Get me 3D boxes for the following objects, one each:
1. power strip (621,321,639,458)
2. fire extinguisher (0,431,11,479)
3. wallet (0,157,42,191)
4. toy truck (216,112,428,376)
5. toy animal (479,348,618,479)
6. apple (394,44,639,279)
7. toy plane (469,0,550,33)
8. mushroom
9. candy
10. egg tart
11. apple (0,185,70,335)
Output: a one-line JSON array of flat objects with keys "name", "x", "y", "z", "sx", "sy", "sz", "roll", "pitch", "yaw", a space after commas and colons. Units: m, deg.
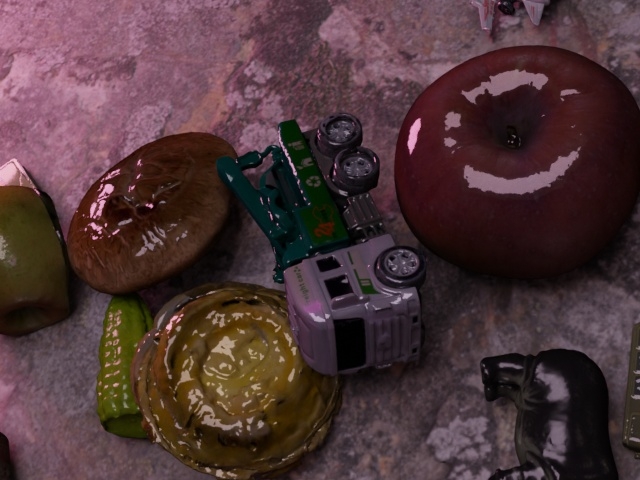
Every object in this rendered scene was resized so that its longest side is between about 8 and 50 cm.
[{"name": "power strip", "x": 0.388, "y": 0.174, "z": 1.427, "sx": 0.076, "sy": 0.028, "sz": 0.169, "roll": 1, "pitch": 65, "yaw": 21}, {"name": "fire extinguisher", "x": -0.443, "y": 0.295, "z": 1.658, "sx": 0.106, "sy": 0.075, "sz": 0.252, "roll": -46, "pitch": 45, "yaw": 44}, {"name": "wallet", "x": -0.496, "y": -0.046, "z": 1.890, "sx": 0.155, "sy": 0.039, "sz": 0.110, "roll": -39, "pitch": 58, "yaw": -2}, {"name": "toy truck", "x": 0.008, "y": -0.001, "z": 1.550, "sx": 0.178, "sy": 0.177, "sz": 0.363, "roll": -18, "pitch": 51, "yaw": -11}, {"name": "toy animal", "x": 0.273, "y": 0.283, "z": 1.375, "sx": 0.168, "sy": 0.106, "sz": 0.343, "roll": -18, "pitch": 65, "yaw": 4}, {"name": "apple", "x": 0.241, "y": -0.086, "z": 1.500, "sx": 0.305, "sy": 0.235, "sz": 0.306, "roll": -8, "pitch": 64, "yaw": 16}, {"name": "toy plane", "x": 0.253, "y": -0.362, "z": 1.739, "sx": 0.171, "sy": 0.065, "sz": 0.162, "roll": 31, "pitch": 79, "yaw": 33}, {"name": "mushroom", "x": -0.226, "y": -0.039, "z": 1.711, "sx": 0.278, "sy": 0.146, "sz": 0.278, "roll": -21, "pitch": 35, "yaw": 16}, {"name": "candy", "x": -0.252, "y": 0.157, "z": 1.657, "sx": 0.096, "sy": 0.097, "sz": 0.210, "roll": -18, "pitch": 57, "yaw": 13}, {"name": "egg tart", "x": -0.105, "y": 0.162, "z": 1.557, "sx": 0.278, "sy": 0.095, "sz": 0.279, "roll": 0, "pitch": 60, "yaw": 0}, {"name": "apple", "x": -0.446, "y": 0.028, "z": 1.763, "sx": 0.207, "sy": 0.174, "sz": 0.188, "roll": -37, "pitch": 52, "yaw": 19}]
